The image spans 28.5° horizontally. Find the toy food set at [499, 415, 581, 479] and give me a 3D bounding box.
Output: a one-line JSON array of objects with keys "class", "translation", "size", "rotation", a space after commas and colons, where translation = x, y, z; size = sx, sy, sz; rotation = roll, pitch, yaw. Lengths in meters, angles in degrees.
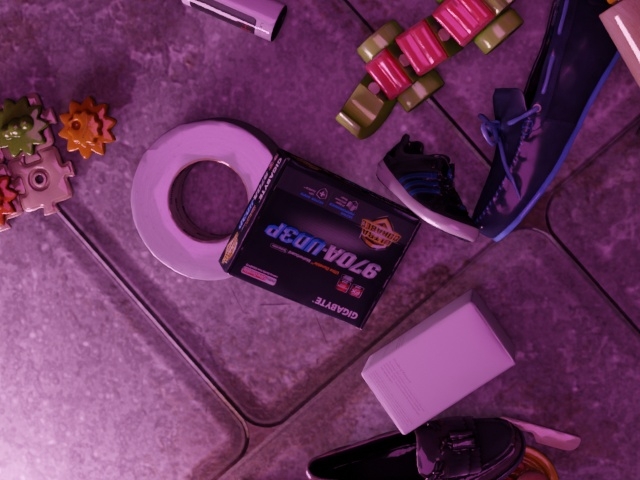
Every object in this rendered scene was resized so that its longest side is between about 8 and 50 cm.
[{"class": "toy food set", "translation": [0.261, 0.353, 1.720], "size": [0.128, 0.071, 0.218], "rotation": [22, 100, 5]}]

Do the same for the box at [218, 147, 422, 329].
[{"class": "box", "translation": [0.000, 0.000, 1.675], "size": [0.220, 0.051, 0.175], "rotation": [25, 101, -25]}]

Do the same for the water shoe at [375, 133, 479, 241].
[{"class": "water shoe", "translation": [0.145, -0.073, 1.631], "size": [0.080, 0.073, 0.203], "rotation": [-57, 45, 11]}]

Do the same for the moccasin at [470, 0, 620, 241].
[{"class": "moccasin", "translation": [0.269, -0.168, 1.627], "size": [0.116, 0.138, 0.342], "rotation": [28, 88, -10]}]

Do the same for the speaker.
[{"class": "speaker", "translation": [-0.115, -0.318, 1.696], "size": [0.136, 0.055, 0.055], "rotation": [25, 101, 4]}]

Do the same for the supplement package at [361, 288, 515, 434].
[{"class": "supplement package", "translation": [0.161, 0.161, 1.693], "size": [0.179, 0.105, 0.105], "rotation": [-35, 91, 12]}]

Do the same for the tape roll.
[{"class": "tape roll", "translation": [-0.146, -0.058, 1.728], "size": [0.219, 0.072, 0.219], "rotation": [1, 99, 9]}]

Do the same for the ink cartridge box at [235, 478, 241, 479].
[{"class": "ink cartridge box", "translation": [-0.096, 0.474, 1.782], "size": [0.158, 0.092, 0.218], "rotation": [23, 99, 5]}]

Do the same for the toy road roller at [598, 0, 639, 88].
[{"class": "toy road roller", "translation": [0.505, -0.296, 1.463], "size": [0.240, 0.329, 0.202], "rotation": [-29, 93, 50]}]

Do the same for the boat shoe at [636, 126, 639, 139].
[{"class": "boat shoe", "translation": [0.519, -0.034, 1.573], "size": [0.130, 0.132, 0.355], "rotation": [-37, 62, 23]}]

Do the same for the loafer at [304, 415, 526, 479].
[{"class": "loafer", "translation": [0.123, 0.300, 1.699], "size": [0.302, 0.109, 0.095], "rotation": [-19, 138, 16]}]

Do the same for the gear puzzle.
[{"class": "gear puzzle", "translation": [-0.441, -0.109, 1.780], "size": [0.339, 0.044, 0.175], "rotation": [-18, 95, 11]}]

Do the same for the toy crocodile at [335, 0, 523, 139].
[{"class": "toy crocodile", "translation": [0.147, -0.259, 1.616], "size": [0.340, 0.105, 0.115], "rotation": [-38, 91, 30]}]
